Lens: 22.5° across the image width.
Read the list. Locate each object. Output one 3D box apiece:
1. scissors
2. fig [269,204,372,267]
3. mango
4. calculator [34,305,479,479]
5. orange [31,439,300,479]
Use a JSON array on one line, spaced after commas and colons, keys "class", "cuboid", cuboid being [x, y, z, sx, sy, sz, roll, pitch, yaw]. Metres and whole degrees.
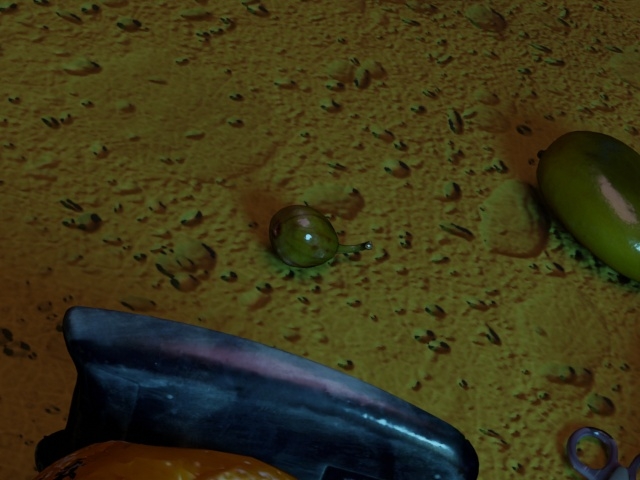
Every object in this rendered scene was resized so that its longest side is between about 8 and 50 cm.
[{"class": "scissors", "cuboid": [0.199, 0.190, 1.111, 0.085, 0.022, 0.176, 25, 34, 6]}, {"class": "fig", "cuboid": [0.000, 0.000, 1.247, 0.083, 0.050, 0.050, 11, 36, -28]}, {"class": "mango", "cuboid": [0.250, -0.029, 1.375, 0.103, 0.076, 0.161, -5, 51, -38]}, {"class": "calculator", "cuboid": [-0.035, 0.132, 0.950, 0.268, 0.177, 0.040, 15, 41, -3]}, {"class": "orange", "cuboid": [-0.071, 0.207, 0.848, 0.234, 0.182, 0.234, 14, 24, -6]}]
